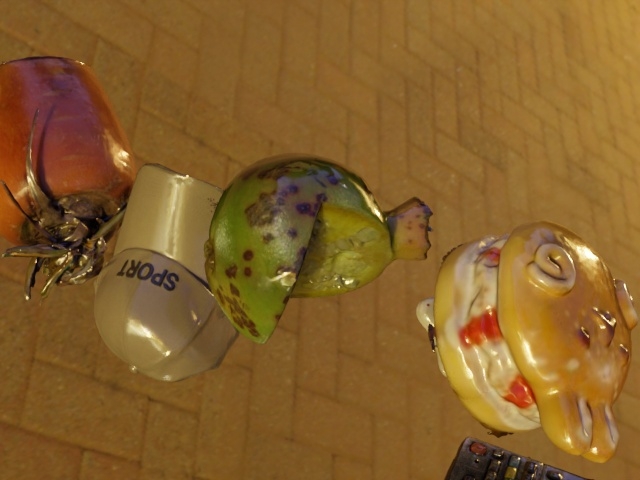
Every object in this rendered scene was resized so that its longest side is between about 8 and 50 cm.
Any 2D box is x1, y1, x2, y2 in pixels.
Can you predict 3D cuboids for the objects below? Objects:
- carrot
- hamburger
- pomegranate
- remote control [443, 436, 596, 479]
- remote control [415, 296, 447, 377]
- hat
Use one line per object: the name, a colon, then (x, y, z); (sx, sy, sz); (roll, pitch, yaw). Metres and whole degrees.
carrot: (-0.331, -0.095, 1.049); (0.193, 0.214, 0.331); (-10, 69, -32)
hamburger: (0.282, 0.124, 1.067); (0.261, 0.186, 0.303); (35, 56, -31)
pomegranate: (-0.009, -0.009, 0.623); (0.169, 0.143, 0.122); (-29, 64, -18)
remote control: (0.359, 0.371, 1.095); (0.144, 0.398, 0.062); (-44, 147, -56)
remote control: (0.187, 0.134, 1.205); (0.074, 0.032, 0.122); (-19, 79, -29)
hat: (-0.143, 0.024, 0.718); (0.147, 0.175, 0.085); (15, 23, 11)
